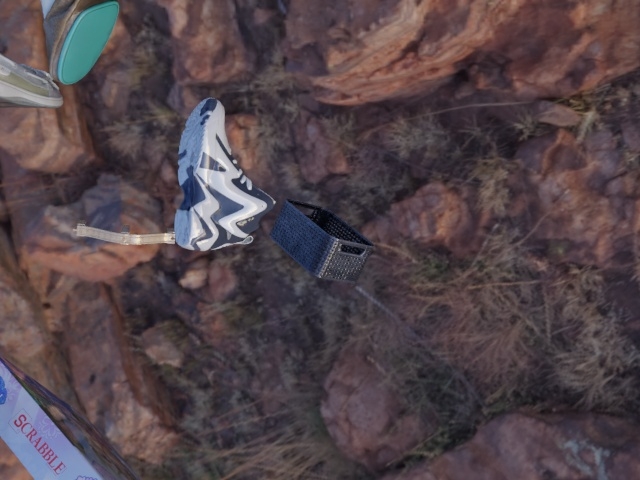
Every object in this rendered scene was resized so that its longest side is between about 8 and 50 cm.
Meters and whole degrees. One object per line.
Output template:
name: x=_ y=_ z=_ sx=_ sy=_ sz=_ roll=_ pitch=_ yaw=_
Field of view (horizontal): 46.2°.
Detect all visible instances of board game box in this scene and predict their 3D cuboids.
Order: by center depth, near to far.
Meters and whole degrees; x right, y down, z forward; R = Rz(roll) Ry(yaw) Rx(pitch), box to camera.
board game box: x=-0.347 y=0.330 z=1.098 sx=0.318 sy=0.066 sz=0.318 roll=37 pitch=162 yaw=27

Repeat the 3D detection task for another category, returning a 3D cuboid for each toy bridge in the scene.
toy bridge: x=-0.368 y=-0.011 z=1.410 sx=0.063 sy=0.188 sz=0.026 roll=-130 pitch=47 yaw=-70

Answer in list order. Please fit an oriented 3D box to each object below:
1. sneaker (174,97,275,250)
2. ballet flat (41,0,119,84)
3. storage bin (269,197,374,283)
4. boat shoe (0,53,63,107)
sneaker: x=-0.139 y=-0.098 z=1.184 sx=0.094 sy=0.153 sz=0.235 roll=0 pitch=86 yaw=56
ballet flat: x=-0.366 y=-0.398 z=1.151 sx=0.124 sy=0.116 sz=0.342 roll=45 pitch=131 yaw=3
storage bin: x=0.000 y=0.000 z=1.440 sx=0.180 sy=0.122 sz=0.084 roll=41 pitch=111 yaw=45
boat shoe: x=-0.584 y=-0.305 z=1.407 sx=0.118 sy=0.320 sz=0.103 roll=3 pitch=94 yaw=11
